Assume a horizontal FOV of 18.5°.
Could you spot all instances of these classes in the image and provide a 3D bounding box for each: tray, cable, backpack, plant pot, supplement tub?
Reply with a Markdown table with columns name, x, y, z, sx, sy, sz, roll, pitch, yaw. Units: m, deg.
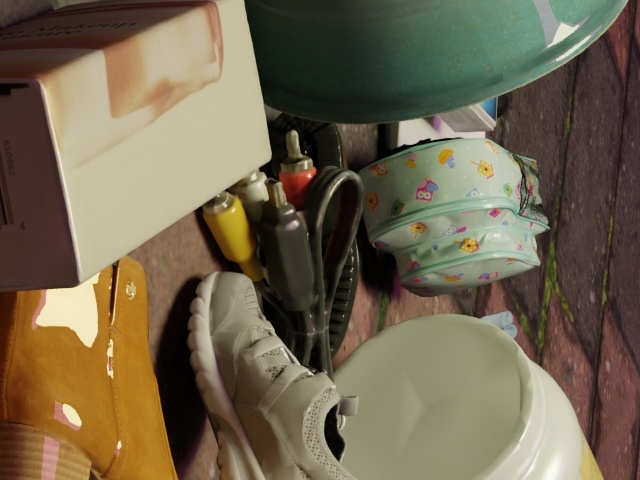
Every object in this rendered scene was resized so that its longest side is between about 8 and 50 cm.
| name | x | y | z | sx | sy | sz | roll | pitch | yaw |
| --- | --- | --- | --- | --- | --- | --- | --- | --- | --- |
| tray | 0.122 | -0.107 | 2.104 | 0.270 | 0.030 | 0.145 | 38 | 51 | -61 |
| cable | -0.021 | 0.045 | 1.656 | 0.139 | 0.072 | 0.287 | -25 | 122 | -30 |
| backpack | 0.126 | -0.026 | 1.920 | 0.188 | 0.166 | 0.144 | 34 | 45 | -59 |
| plant pot | 0.052 | -0.323 | 1.543 | 0.341 | 0.341 | 0.334 | -66 | 147 | -49 |
| supplement tub | 0.144 | 0.245 | 1.820 | 0.331 | 0.241 | 0.241 | 61 | 33 | -46 |

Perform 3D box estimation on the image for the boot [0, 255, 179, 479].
| name | x | y | z | sx | sy | sz | roll | pitch | yaw |
| --- | --- | --- | --- | --- | --- | --- | --- | --- | --- |
| boot | -0.130 | 0.125 | 1.354 | 0.295 | 0.104 | 0.211 | 33 | 56 | -58 |

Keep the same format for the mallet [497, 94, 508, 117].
| name | x | y | z | sx | sy | sz | roll | pitch | yaw |
| --- | --- | --- | --- | --- | --- | --- | --- | --- | --- |
| mallet | 0.173 | -0.224 | 2.178 | 0.062 | 0.039 | 0.189 | 15 | 65 | -66 |

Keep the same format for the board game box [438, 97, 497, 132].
| name | x | y | z | sx | sy | sz | roll | pitch | yaw |
| --- | --- | --- | --- | --- | --- | --- | --- | --- | --- |
| board game box | 0.139 | -0.287 | 2.057 | 0.193 | 0.053 | 0.305 | 35 | 55 | -62 |

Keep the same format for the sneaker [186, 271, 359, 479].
| name | x | y | z | sx | sy | sz | roll | pitch | yaw |
| --- | --- | --- | --- | --- | --- | --- | --- | --- | --- |
| sneaker | -0.028 | 0.131 | 1.502 | 0.105 | 0.115 | 0.281 | 76 | -3 | -48 |

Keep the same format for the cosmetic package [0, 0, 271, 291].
| name | x | y | z | sx | sy | sz | roll | pitch | yaw |
| --- | --- | --- | --- | --- | --- | --- | --- | --- | --- |
| cosmetic package | -0.160 | -0.070 | 1.252 | 0.296 | 0.153 | 0.129 | -40 | 124 | -65 |

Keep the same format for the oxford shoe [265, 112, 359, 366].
| name | x | y | z | sx | sy | sz | roll | pitch | yaw |
| --- | --- | --- | --- | --- | --- | --- | --- | --- | --- |
| oxford shoe | 0.000 | 0.000 | 1.726 | 0.096 | 0.083 | 0.227 | 19 | 73 | -79 |

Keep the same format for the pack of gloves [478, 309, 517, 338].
| name | x | y | z | sx | sy | sz | roll | pitch | yaw |
| --- | --- | --- | --- | --- | --- | --- | --- | --- | --- |
| pack of gloves | 0.157 | 0.175 | 2.153 | 0.232 | 0.046 | 0.195 | -4 | 102 | -65 |
